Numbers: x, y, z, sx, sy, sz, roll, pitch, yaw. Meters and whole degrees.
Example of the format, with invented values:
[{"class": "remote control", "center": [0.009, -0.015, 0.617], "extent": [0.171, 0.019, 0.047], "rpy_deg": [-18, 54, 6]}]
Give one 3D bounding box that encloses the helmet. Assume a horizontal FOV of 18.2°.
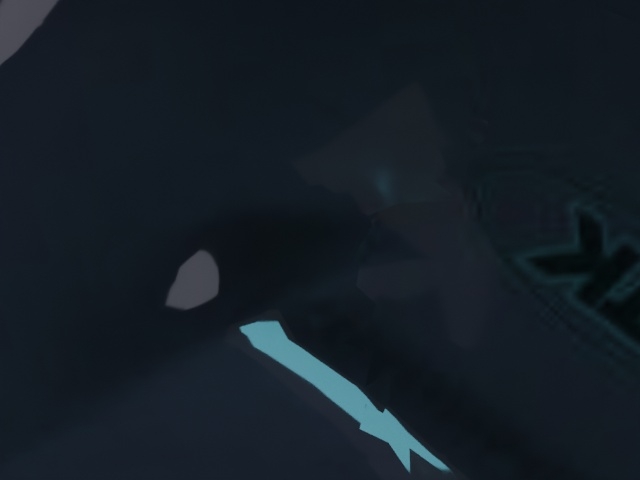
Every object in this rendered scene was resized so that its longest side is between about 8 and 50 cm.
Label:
[{"class": "helmet", "center": [0.000, 0.000, 0.427], "extent": [0.271, 0.197, 0.338], "rpy_deg": [36, 166, -24]}]
